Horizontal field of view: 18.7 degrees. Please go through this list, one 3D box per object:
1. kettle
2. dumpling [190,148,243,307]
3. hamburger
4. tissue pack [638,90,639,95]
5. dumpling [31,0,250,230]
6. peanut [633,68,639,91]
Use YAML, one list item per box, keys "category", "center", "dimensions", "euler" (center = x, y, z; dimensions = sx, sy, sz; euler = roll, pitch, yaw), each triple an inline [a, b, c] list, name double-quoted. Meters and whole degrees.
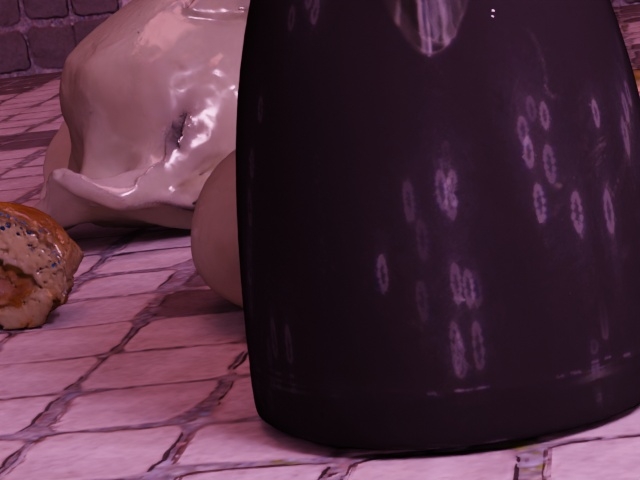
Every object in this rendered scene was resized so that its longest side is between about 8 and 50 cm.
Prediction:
- category: "kettle"
  center: [0.051, -0.070, 0.958]
  dimensions: [0.207, 0.290, 0.268]
  euler: [-8, 9, 1]
- category: "dumpling"
  center: [0.001, -0.003, 1.180]
  dimensions: [0.155, 0.111, 0.181]
  euler: [22, 13, -11]
- category: "hamburger"
  center: [-0.232, 0.008, 1.292]
  dimensions: [0.176, 0.087, 0.102]
  euler: [-6, 11, 19]
- category: "tissue pack"
  center: [0.240, -0.035, 1.111]
  dimensions: [0.155, 0.116, 0.065]
  euler: [-7, 7, 3]
- category: "dumpling"
  center: [-0.121, -0.103, 1.587]
  dimensions: [0.243, 0.187, 0.318]
  euler: [-21, 31, 45]
- category: "peanut"
  center: [0.283, -0.070, 1.351]
  dimensions: [0.226, 0.095, 0.108]
  euler: [-3, 39, -2]
